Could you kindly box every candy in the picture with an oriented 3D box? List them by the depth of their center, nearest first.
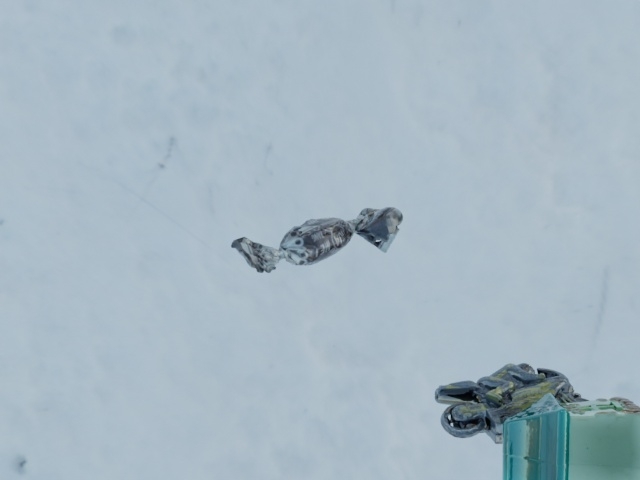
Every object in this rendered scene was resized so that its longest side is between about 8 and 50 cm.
[{"bbox_3d":[0.000,-0.001,1.325,0.226,0.094,0.051,-14,103,-36],"label":"candy"}]

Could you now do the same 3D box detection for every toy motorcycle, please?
[{"bbox_3d":[0.237,0.193,1.412,0.194,0.124,0.061,-3,122,2],"label":"toy motorcycle"}]

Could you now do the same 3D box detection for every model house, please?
[{"bbox_3d":[0.274,0.225,1.272,0.149,0.127,0.100,-1,90,4],"label":"model house"}]
